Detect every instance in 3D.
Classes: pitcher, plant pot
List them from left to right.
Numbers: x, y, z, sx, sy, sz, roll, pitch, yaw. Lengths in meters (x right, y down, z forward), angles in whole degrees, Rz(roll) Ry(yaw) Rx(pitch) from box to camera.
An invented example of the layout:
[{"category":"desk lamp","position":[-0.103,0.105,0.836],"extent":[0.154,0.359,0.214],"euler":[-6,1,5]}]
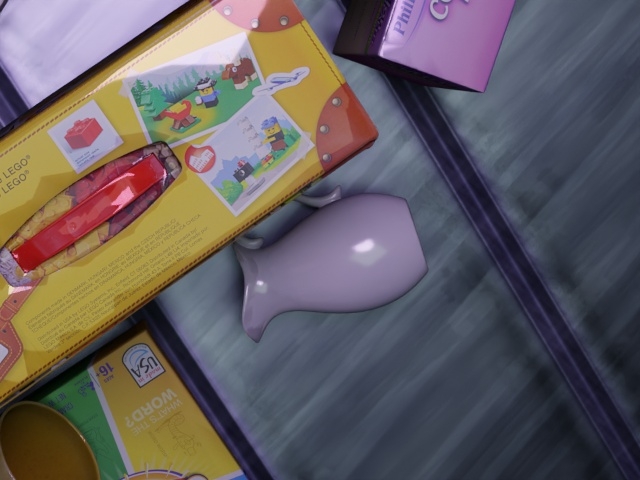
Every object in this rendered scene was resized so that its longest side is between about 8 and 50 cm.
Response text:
[{"category":"plant pot","position":[-0.309,0.247,1.567],"extent":[0.095,0.134,0.134],"euler":[-38,103,24]},{"category":"pitcher","position":[0.000,0.000,1.656],"extent":[0.207,0.125,0.178],"euler":[-17,85,4]}]

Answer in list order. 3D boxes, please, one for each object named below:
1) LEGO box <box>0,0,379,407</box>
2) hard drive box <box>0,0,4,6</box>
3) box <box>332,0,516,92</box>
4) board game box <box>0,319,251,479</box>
[{"category":"LEGO box","position":[-0.227,-0.045,1.473],"extent":[0.500,0.372,0.193],"euler":[-35,101,-4]},{"category":"hard drive box","position":[-0.356,-0.259,1.521],"extent":[0.089,0.181,0.232],"euler":[32,92,-13]},{"category":"box","position":[0.120,-0.274,1.569],"extent":[0.117,0.243,0.214],"euler":[18,94,-11]},{"category":"board game box","position":[-0.206,0.285,1.678],"extent":[0.242,0.064,0.317],"euler":[-34,102,-4]}]
